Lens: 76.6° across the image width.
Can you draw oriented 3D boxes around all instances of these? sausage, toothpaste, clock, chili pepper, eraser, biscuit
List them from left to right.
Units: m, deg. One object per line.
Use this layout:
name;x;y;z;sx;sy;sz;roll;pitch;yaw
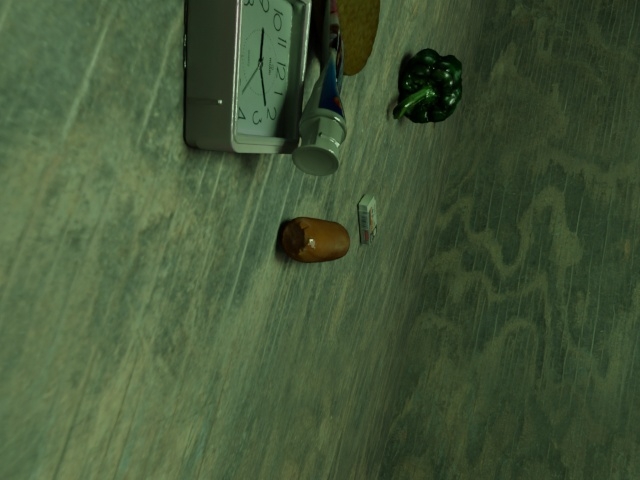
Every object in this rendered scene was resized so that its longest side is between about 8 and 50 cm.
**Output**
clock;-0.076;-0.197;0.449;0.150;0.063;0.197;-23;121;-63
sausage;0.000;0.000;0.701;0.197;0.076;0.076;3;98;-68
toothpaste;0.011;-0.209;0.529;0.096;0.061;0.266;68;26;-61
biscuit;0.044;-0.405;0.658;0.262;0.037;0.262;-42;138;-54
eraser;0.116;-0.051;0.995;0.052;0.029;0.122;-57;149;-42
chili pepper;0.284;-0.388;1.064;0.261;0.165;0.174;-54;159;-40
